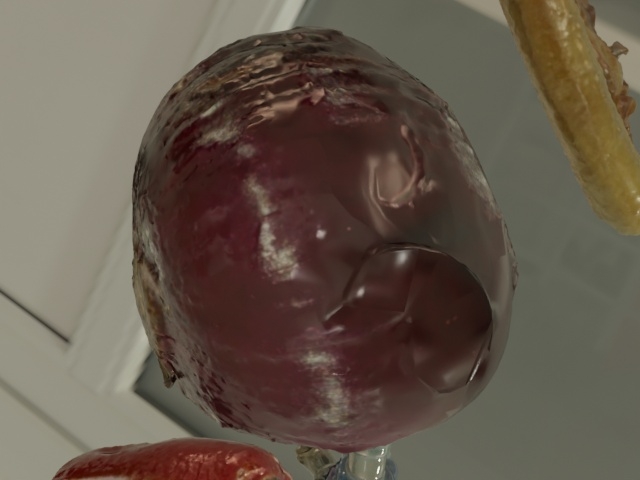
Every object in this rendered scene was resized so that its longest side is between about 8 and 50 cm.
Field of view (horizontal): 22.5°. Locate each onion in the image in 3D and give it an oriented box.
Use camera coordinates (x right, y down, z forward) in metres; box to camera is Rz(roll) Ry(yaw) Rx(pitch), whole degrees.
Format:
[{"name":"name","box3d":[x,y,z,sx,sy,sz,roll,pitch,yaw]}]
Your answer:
[{"name":"onion","box3d":[-0.001,-0.004,0.905,0.216,0.206,0.207,-17,117,-9]}]

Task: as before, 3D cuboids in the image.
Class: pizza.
[{"name":"pizza","box3d":[0.212,-0.176,1.392,0.073,0.365,0.182,-23,177,23]}]

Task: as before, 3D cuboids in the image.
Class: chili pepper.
[{"name":"chili pepper","box3d":[-0.096,0.254,1.544,0.131,0.338,0.135,-37,117,-56]}]

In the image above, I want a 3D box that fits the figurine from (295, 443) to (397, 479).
[{"name":"figurine","box3d":[0.021,0.352,1.889,0.224,0.205,0.382,-72,-179,-52]}]
